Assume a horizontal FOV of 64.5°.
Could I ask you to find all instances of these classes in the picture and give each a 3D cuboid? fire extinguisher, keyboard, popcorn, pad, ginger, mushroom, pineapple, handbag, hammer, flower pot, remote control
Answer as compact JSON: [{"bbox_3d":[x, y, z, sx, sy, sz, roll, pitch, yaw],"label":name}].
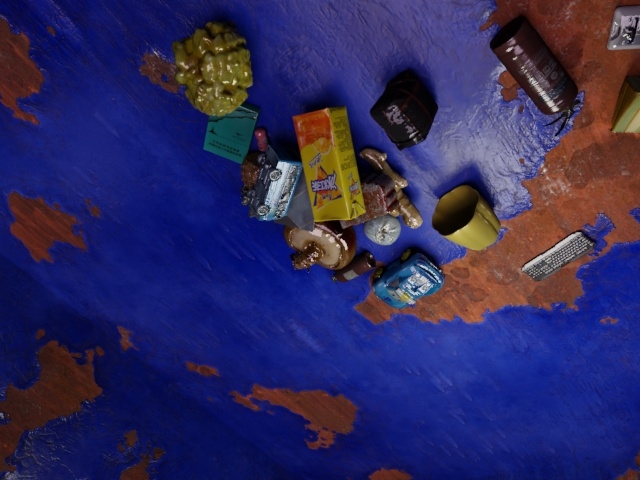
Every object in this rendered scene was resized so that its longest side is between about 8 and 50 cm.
[{"bbox_3d":[0.608,-0.447,1.410,0.337,0.114,0.135,40,113,-19],"label":"fire extinguisher"},{"bbox_3d":[0.867,0.063,1.853,0.106,0.016,0.262,33,130,-14],"label":"keyboard"},{"bbox_3d":[-0.323,-0.515,1.538,0.270,0.224,0.258,-20,106,39],"label":"popcorn"},{"bbox_3d":[-0.089,-0.154,1.793,0.163,0.004,0.243,14,118,15],"label":"pad"},{"bbox_3d":[0.129,0.128,2.078,0.099,0.071,0.231,20,140,-41],"label":"fire extinguisher"},{"bbox_3d":[0.240,-0.180,1.766,0.147,0.081,0.334,-5,120,45],"label":"ginger"},{"bbox_3d":[-0.002,-0.004,1.935,0.297,0.163,0.278,39,119,-16],"label":"mushroom"},{"bbox_3d":[-0.237,-0.195,1.852,0.128,0.128,0.248,17,133,0],"label":"pineapple"},{"bbox_3d":[0.248,-0.387,1.499,0.155,0.215,0.169,-21,119,39],"label":"handbag"},{"bbox_3d":[-0.202,-0.350,1.763,0.043,0.043,0.083,1,130,14],"label":"hammer"},{"bbox_3d":[0.510,-0.062,1.738,0.179,0.195,0.195,33,132,-30],"label":"flower pot"},{"bbox_3d":[0.915,-0.542,1.288,0.312,0.055,0.109,2,130,14],"label":"remote control"}]

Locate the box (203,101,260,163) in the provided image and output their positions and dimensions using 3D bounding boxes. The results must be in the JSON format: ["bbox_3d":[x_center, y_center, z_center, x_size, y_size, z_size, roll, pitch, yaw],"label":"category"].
[{"bbox_3d":[-0.311,-0.386,1.761,0.160,0.042,0.226,20,132,-4],"label":"box"}]

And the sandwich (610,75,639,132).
[{"bbox_3d":[0.893,-0.352,1.401,0.117,0.144,0.187,4,131,15],"label":"sandwich"}]

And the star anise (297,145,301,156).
[{"bbox_3d":[-0.065,-0.252,1.788,0.197,0.073,0.212,41,133,-10],"label":"star anise"}]

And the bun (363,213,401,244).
[{"bbox_3d":[0.230,-0.039,1.891,0.140,0.083,0.141,9,130,11],"label":"bun"}]

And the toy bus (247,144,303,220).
[{"bbox_3d":[-0.152,-0.189,1.716,0.134,0.113,0.246,0,127,-32],"label":"toy bus"}]

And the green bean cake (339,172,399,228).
[{"bbox_3d":[0.157,-0.132,1.737,0.232,0.097,0.199,0,120,41],"label":"green bean cake"}]

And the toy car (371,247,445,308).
[{"bbox_3d":[0.336,0.176,2.000,0.198,0.166,0.314,40,129,-15],"label":"toy car"}]

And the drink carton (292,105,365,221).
[{"bbox_3d":[0.031,-0.243,1.635,0.154,0.111,0.352,-2,105,39],"label":"drink carton"}]
